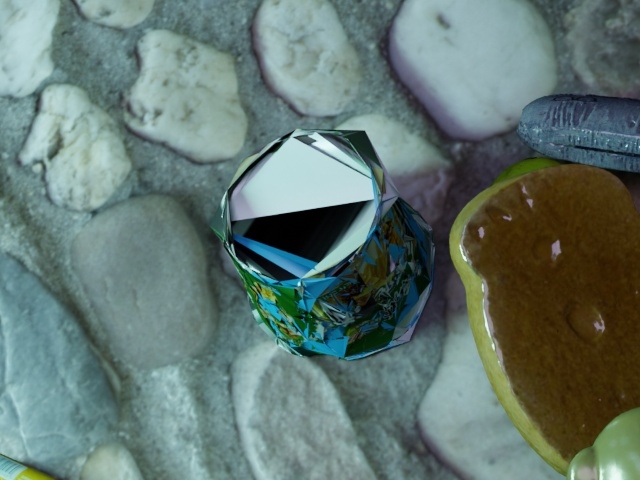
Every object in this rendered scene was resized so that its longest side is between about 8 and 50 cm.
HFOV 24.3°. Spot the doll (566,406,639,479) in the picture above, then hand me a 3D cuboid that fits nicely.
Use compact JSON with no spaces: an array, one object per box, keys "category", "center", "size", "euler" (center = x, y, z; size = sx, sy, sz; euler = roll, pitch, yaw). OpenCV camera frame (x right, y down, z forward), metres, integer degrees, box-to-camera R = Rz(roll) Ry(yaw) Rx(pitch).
[{"category":"doll","center":[0.371,0.209,1.421],"size":[0.260,0.161,0.177],"euler":[-38,85,-18]}]

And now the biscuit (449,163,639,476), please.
[{"category":"biscuit","center":[0.299,0.077,1.556],"size":[0.287,0.057,0.344],"euler":[-21,81,-13]}]

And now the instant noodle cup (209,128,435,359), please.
[{"category":"instant noodle cup","center":[0.000,0.000,1.661],"size":[0.240,0.178,0.240],"euler":[-6,64,13]}]

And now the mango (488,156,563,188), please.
[{"category":"mango","center":[0.231,-0.010,1.640],"size":[0.119,0.100,0.178],"euler":[12,71,21]}]

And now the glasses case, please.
[{"category":"glasses case","center":[0.359,-0.115,1.652],"size":[0.282,0.067,0.109],"euler":[9,31,20]}]

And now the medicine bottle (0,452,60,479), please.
[{"category":"medicine bottle","center":[-0.300,0.300,1.673],"size":[0.218,0.074,0.074],"euler":[19,72,26]}]
